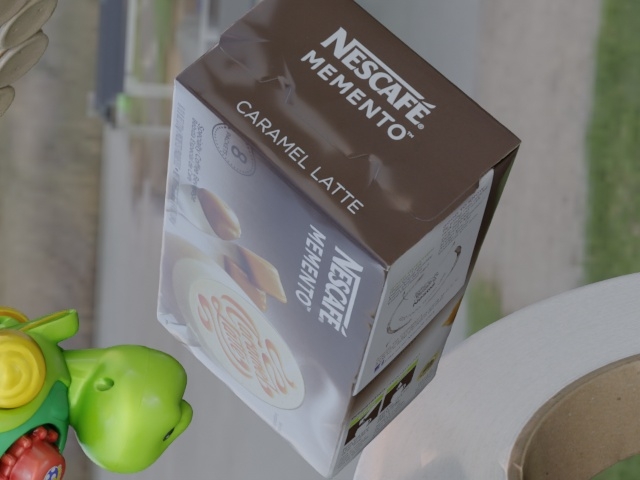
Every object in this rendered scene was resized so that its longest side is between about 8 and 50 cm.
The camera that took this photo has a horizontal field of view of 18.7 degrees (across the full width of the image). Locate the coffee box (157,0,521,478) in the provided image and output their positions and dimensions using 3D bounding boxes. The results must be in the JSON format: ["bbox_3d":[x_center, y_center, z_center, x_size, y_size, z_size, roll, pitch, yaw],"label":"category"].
[{"bbox_3d":[0.000,0.000,0.982,0.098,0.141,0.246,-42,-16,-25],"label":"coffee box"}]

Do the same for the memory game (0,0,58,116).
[{"bbox_3d":[-0.193,-0.058,0.889,0.012,0.186,0.186,47,159,9],"label":"memory game"}]

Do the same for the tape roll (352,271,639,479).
[{"bbox_3d":[0.208,0.142,1.046,0.392,0.392,0.072,-102,-1,-59],"label":"tape roll"}]

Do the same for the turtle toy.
[{"bbox_3d":[-0.109,0.061,0.654,0.095,0.130,0.066,-154,46,-79],"label":"turtle toy"}]
